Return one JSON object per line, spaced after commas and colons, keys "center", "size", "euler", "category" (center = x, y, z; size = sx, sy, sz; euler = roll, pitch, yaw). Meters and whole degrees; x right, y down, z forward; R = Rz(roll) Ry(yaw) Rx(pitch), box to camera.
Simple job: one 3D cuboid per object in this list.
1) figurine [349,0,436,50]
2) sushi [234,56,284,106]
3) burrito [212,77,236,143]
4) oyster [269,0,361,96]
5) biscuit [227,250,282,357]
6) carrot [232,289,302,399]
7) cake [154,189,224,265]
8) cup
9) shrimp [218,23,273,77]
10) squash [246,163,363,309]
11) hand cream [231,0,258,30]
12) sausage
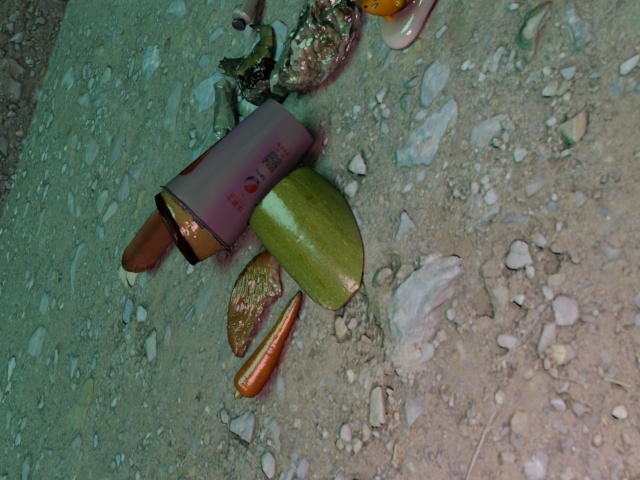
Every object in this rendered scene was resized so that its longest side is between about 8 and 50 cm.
{"center": [0.122, -0.498, 1.443], "size": [0.166, 0.141, 0.250], "euler": [-16, 65, 51], "category": "figurine"}
{"center": [-0.129, -0.355, 1.753], "size": [0.094, 0.098, 0.084], "euler": [-44, 44, 37], "category": "sushi"}
{"center": [-0.239, -0.315, 1.919], "size": [0.064, 0.064, 0.203], "euler": [-35, 49, 40], "category": "burrito"}
{"center": [-0.016, -0.430, 1.625], "size": [0.198, 0.112, 0.268], "euler": [20, 96, 54], "category": "oyster"}
{"center": [-0.145, 0.134, 1.641], "size": [0.176, 0.031, 0.229], "euler": [-6, 71, 53], "category": "biscuit"}
{"center": [-0.097, 0.211, 1.540], "size": [0.257, 0.061, 0.061], "euler": [-57, 38, 4], "category": "carrot"}
{"center": [-0.256, -0.061, 1.760], "size": [0.178, 0.185, 0.208], "euler": [-26, 29, 1], "category": "cake"}
{"center": [-0.158, -0.142, 1.590], "size": [0.288, 0.203, 0.203], "euler": [-47, 37, -6], "category": "cup"}
{"center": [-0.181, -0.467, 1.914], "size": [0.217, 0.051, 0.150], "euler": [14, 82, 50], "category": "shrimp"}
{"center": [0.000, 0.000, 1.512], "size": [0.260, 0.189, 0.189], "euler": [45, 118, 11], "category": "squash"}
{"center": [-0.174, -0.630, 1.955], "size": [0.080, 0.050, 0.234], "euler": [-13, 53, 48], "category": "hand cream"}
{"center": [-0.391, -0.047, 1.987], "size": [0.419, 0.094, 0.094], "euler": [-44, 16, 34], "category": "sausage"}
